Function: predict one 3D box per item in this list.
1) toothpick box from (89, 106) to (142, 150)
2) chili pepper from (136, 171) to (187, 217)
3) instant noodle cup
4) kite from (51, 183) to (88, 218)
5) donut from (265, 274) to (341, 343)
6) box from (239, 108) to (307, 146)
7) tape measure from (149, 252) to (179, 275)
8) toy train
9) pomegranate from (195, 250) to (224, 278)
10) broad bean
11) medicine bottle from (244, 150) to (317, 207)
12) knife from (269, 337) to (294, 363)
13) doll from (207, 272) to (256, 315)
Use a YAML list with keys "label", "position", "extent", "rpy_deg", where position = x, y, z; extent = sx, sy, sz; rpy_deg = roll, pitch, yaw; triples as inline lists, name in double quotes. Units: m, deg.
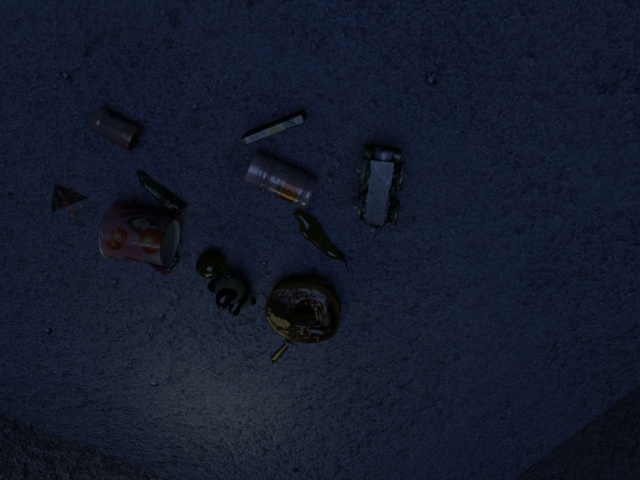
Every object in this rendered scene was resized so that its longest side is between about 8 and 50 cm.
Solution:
- label: "toothpick box"
  position: [-0.745, -0.406, 1.583]
  extent: [0.149, 0.098, 0.098]
  rpy_deg: [28, 115, -10]
- label: "chili pepper"
  position: [-0.640, -0.190, 1.715]
  extent: [0.088, 0.059, 0.227]
  rpy_deg: [-38, 106, 19]
- label: "instant noodle cup"
  position: [-0.690, -0.017, 1.688]
  extent: [0.231, 0.243, 0.243]
  rpy_deg: [14, 117, 1]
- label: "kite"
  position: [-1.044, -0.161, 1.776]
  extent: [0.190, 0.010, 0.159]
  rpy_deg: [-19, 115, 13]
- label: "donut"
  position: [-0.066, 0.285, 1.866]
  extent: [0.329, 0.160, 0.330]
  rpy_deg: [3, 121, 6]
- label: "box"
  position: [-0.164, -0.400, 1.533]
  extent: [0.235, 0.132, 0.034]
  rpy_deg: [-18, 113, 13]
- label: "tape measure"
  position: [-0.665, 0.077, 1.838]
  extent: [0.125, 0.074, 0.118]
  rpy_deg: [31, 114, -14]
- label: "toy train"
  position: [0.211, -0.197, 1.547]
  extent: [0.173, 0.249, 0.307]
  rpy_deg: [6, 116, 4]
- label: "pomegranate"
  position: [-0.456, 0.113, 1.830]
  extent: [0.122, 0.122, 0.161]
  rpy_deg: [-13, 142, 10]
- label: "broad bean"
  position: [0.000, -0.004, 1.768]
  extent: [0.325, 0.067, 0.075]
  rpy_deg: [44, 141, -20]
- label: "medicine bottle"
  position: [-0.146, -0.228, 1.620]
  extent: [0.249, 0.133, 0.133]
  rpy_deg: [25, 116, -9]
- label: "knife"
  position: [-0.149, 0.467, 2.032]
  extent: [0.061, 0.027, 0.343]
  rpy_deg: [37, 113, -10]
- label: "doll"
  position: [-0.368, 0.224, 1.829]
  extent: [0.135, 0.143, 0.234]
  rpy_deg: [-36, 146, -2]
